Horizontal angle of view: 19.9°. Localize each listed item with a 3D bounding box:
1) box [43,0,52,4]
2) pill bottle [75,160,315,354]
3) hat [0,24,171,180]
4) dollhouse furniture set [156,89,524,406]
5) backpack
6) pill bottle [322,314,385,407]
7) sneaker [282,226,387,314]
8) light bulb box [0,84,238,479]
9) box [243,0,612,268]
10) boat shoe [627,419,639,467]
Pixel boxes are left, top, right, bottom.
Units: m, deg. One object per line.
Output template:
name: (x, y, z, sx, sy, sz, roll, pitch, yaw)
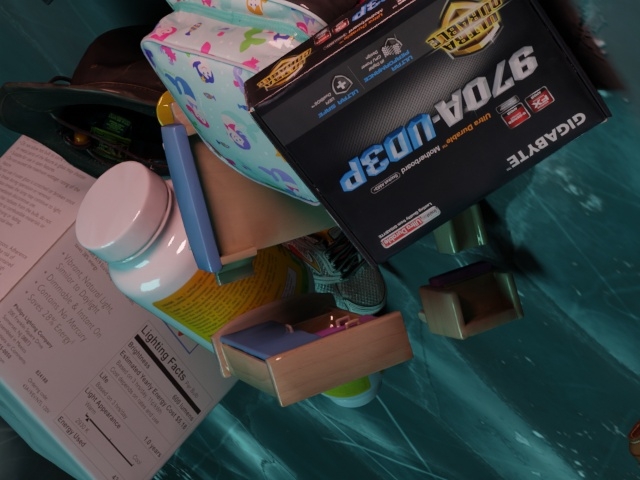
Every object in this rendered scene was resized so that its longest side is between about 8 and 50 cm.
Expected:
box: (-0.223, -0.333, 1.545, 0.163, 0.142, 0.247, 44, 161, -7)
pill bottle: (-0.130, 0.021, 1.869, 0.246, 0.136, 0.136, 37, 168, -39)
hat: (-0.171, -0.142, 1.872, 0.331, 0.134, 0.331, 19, 165, 5)
dollhouse furniture set: (-0.004, -0.033, 1.753, 0.198, 0.286, 0.303, -166, 59, -70)
backpack: (-0.006, -0.141, 1.510, 0.225, 0.191, 0.253, 22, 160, 42)
pill bottle: (0.025, 0.130, 2.203, 0.103, 0.103, 0.184, 32, 160, 26)
sneaker: (0.000, 0.000, 1.971, 0.225, 0.088, 0.093, 49, 159, -25)
light bulb box: (-0.267, 0.063, 2.218, 0.225, 0.361, 0.358, 24, 156, 46)
box: (0.080, -0.105, 1.365, 0.175, 0.220, 0.051, 52, -168, -29)
boat shoe: (0.342, 0.125, 1.568, 0.104, 0.111, 0.307, 45, 152, -2)
